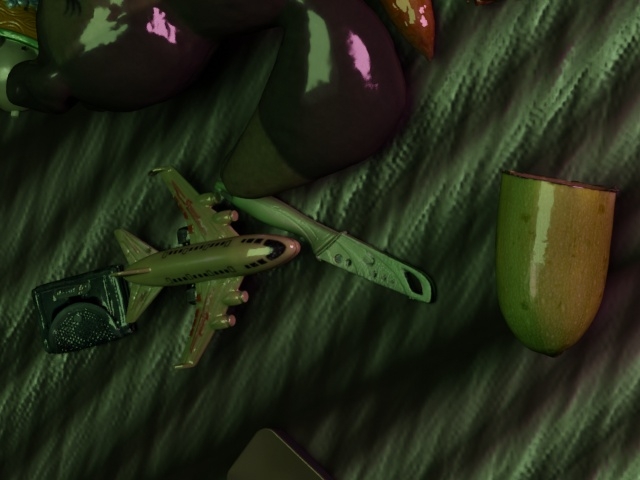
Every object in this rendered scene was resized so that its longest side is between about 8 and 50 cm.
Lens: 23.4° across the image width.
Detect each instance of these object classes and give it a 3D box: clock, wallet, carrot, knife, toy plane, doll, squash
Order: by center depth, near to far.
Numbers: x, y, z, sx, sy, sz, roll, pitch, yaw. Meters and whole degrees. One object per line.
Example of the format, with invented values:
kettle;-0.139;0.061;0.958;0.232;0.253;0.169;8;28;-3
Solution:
squash;0.228;0.024;1.540;0.123;0.123;0.187;8;100;25
carrot;0.075;-0.282;1.625;0.072;0.072;0.205;-25;84;24
doll;-0.140;-0.194;1.640;0.382;0.252;0.379;-38;76;29
knife;0.001;0.000;1.697;0.293;0.020;0.043;25;100;22
toy plane;-0.125;0.024;1.719;0.244;0.092;0.229;-9;86;25
clock;-0.395;-0.220;1.826;0.231;0.103;0.144;7;87;19
wallet;-0.284;0.084;1.833;0.129;0.026;0.088;-15;85;26

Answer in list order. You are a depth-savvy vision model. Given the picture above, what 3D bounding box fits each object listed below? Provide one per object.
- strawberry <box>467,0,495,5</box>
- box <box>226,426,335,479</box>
strawberry;0.188;-0.394;1.531;0.233;0.137;0.306;3;91;24
box;-0.037;0.274;1.718;0.126;0.031;0.091;40;108;19
